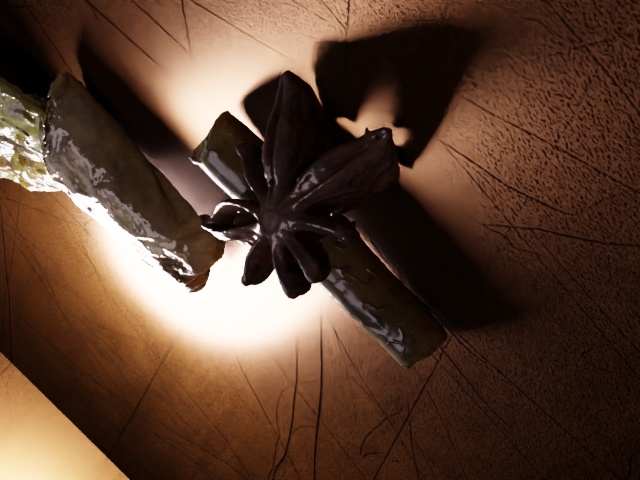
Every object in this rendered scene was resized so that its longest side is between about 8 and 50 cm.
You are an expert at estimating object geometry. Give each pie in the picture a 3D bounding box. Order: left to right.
[{"bbox_3d":[-0.487,-0.173,1.858,0.306,0.071,0.306,23,158,10],"label":"pie"}]

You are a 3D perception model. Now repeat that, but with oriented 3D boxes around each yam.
[{"bbox_3d":[0.000,0.000,1.446,0.371,0.083,0.083,44,154,-1],"label":"yam"}]

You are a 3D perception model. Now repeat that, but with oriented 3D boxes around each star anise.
[{"bbox_3d":[-0.019,-0.048,1.318,0.198,0.111,0.257,50,122,30],"label":"star anise"}]

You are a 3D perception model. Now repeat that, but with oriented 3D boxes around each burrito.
[{"bbox_3d":[-0.273,-0.064,1.734,0.348,0.107,0.175,46,141,-6],"label":"burrito"}]
